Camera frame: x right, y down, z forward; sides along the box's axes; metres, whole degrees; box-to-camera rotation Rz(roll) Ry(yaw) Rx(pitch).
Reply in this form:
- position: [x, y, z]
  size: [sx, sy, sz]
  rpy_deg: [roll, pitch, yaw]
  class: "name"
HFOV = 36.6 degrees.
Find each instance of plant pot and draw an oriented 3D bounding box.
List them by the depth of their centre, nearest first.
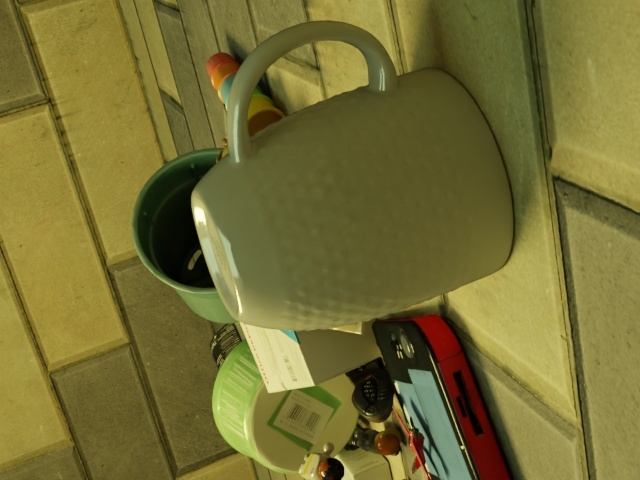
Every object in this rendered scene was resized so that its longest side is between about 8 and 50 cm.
- position: [-0.226, 0.017, 2.200]
  size: [0.334, 0.341, 0.341]
  rpy_deg: [85, 160, -67]
  class: "plant pot"

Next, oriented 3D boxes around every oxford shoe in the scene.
- position: [0.107, 0.289, 1.776]
  size: [0.096, 0.082, 0.227]
  rpy_deg: [60, -176, -11]
  class: "oxford shoe"

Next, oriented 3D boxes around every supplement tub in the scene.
- position: [-0.158, 0.370, 2.601]
  size: [0.194, 0.193, 0.316]
  rpy_deg: [93, 153, -55]
  class: "supplement tub"

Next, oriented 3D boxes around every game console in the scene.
- position: [0.192, 0.305, 1.542]
  size: [0.342, 0.060, 0.387]
  rpy_deg: [154, 96, -75]
  class: "game console"

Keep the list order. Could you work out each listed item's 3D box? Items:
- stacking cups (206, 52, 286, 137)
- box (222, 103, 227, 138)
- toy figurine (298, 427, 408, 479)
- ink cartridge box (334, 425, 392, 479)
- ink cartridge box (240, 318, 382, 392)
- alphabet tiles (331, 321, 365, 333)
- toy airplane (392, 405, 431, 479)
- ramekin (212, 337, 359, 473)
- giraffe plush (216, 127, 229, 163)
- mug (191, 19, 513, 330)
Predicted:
- position: [-0.161, -0.303, 1.979]
  size: [0.316, 0.096, 0.096]
  rpy_deg: [-121, 18, -47]
  class: "stacking cups"
- position: [-0.201, -0.252, 2.288]
  size: [0.136, 0.028, 0.081]
  rpy_deg: [89, 157, -56]
  class: "box"
- position: [0.081, 0.477, 1.868]
  size: [0.148, 0.213, 0.210]
  rpy_deg: [-16, 91, 66]
  class: "toy figurine"
- position: [0.083, 0.511, 2.131]
  size: [0.208, 0.086, 0.153]
  rpy_deg: [-141, 34, -64]
  class: "ink cartridge box"
- position: [-0.020, 0.173, 1.827]
  size: [0.232, 0.168, 0.171]
  rpy_deg: [-23, 88, 63]
  class: "ink cartridge box"
- position: [0.000, 0.000, 1.593]
  size: [0.342, 0.011, 0.285]
  rpy_deg: [3, 93, 52]
  class: "alphabet tiles"
- position: [0.160, 0.345, 1.592]
  size: [0.151, 0.028, 0.151]
  rpy_deg: [161, 90, -82]
  class: "toy airplane"
- position: [-0.062, 0.343, 2.050]
  size: [0.148, 0.303, 0.303]
  rpy_deg: [22, 130, 61]
  class: "ramekin"
- position: [-0.122, -0.123, 1.823]
  size: [0.181, 0.210, 0.170]
  rpy_deg: [-60, 41, 22]
  class: "giraffe plush"
- position: [0.014, -0.076, 1.162]
  size: [0.276, 0.328, 0.374]
  rpy_deg: [-137, 31, -60]
  class: "mug"
